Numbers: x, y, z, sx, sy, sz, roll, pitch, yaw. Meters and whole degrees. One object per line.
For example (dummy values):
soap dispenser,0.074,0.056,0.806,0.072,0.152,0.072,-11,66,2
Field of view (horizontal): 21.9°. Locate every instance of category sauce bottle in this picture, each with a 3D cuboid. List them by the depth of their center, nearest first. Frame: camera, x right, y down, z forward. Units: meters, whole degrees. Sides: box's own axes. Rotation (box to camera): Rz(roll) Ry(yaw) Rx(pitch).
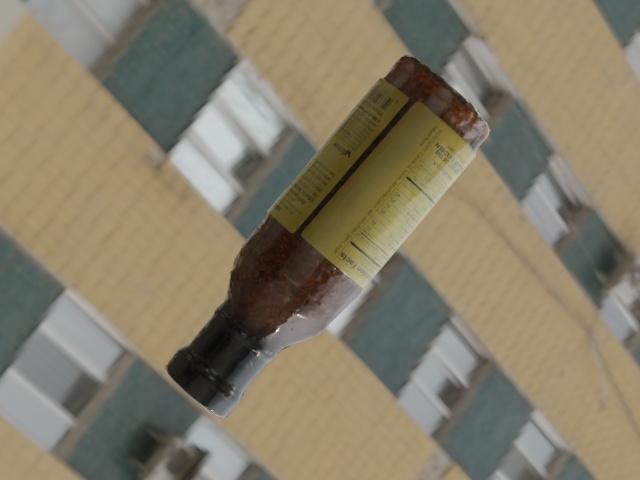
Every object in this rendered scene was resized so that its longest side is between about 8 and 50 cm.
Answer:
sauce bottle,0.000,0.000,0.530,0.128,0.042,0.042,-48,-140,2
